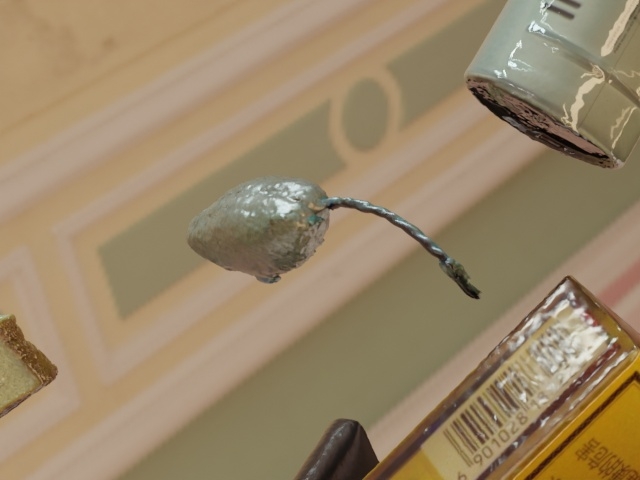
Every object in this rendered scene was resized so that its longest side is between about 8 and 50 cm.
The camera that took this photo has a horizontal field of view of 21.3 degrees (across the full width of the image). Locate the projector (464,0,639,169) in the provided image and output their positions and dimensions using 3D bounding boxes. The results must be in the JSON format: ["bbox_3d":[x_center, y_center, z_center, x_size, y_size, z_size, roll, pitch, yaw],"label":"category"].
[{"bbox_3d":[0.207,-0.207,0.967,0.108,0.108,0.337,33,-94,-46],"label":"projector"}]

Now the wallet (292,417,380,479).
[{"bbox_3d":[0.004,0.248,1.277,0.149,0.044,0.250,63,-152,-13],"label":"wallet"}]

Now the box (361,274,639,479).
[{"bbox_3d":[0.116,0.187,1.065,0.301,0.084,0.193,-46,-48,7],"label":"box"}]

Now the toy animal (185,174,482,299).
[{"bbox_3d":[0.000,-0.008,1.185,0.079,0.253,0.070,29,-109,-44],"label":"toy animal"}]

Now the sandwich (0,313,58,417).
[{"bbox_3d":[-0.298,0.114,1.507,0.093,0.105,0.036,50,-162,-8],"label":"sandwich"}]
